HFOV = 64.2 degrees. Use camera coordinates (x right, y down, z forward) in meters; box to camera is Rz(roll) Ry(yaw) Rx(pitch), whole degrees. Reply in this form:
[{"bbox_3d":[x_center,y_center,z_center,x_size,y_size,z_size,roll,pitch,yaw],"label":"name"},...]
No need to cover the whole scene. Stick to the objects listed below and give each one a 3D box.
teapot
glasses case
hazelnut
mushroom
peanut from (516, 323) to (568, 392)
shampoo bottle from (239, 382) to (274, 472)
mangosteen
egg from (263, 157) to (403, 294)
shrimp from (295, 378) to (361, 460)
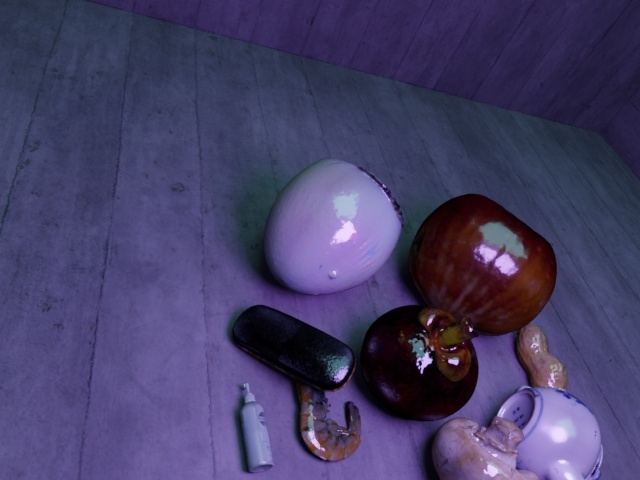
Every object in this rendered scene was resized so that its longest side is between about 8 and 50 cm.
[{"bbox_3d":[0.587,0.510,1.273,0.280,0.252,0.424,37,19,-5],"label":"teapot"},{"bbox_3d":[-0.068,0.257,1.238,0.321,0.082,0.122,22,54,23],"label":"glasses case"},{"bbox_3d":[0.486,0.072,1.573,0.429,0.402,0.402,35,43,0],"label":"hazelnut"},{"bbox_3d":[0.366,0.504,1.154,0.254,0.195,0.189,37,15,37],"label":"mushroom"},{"bbox_3d":[0.668,0.373,1.547,0.101,0.117,0.263,36,29,-40],"label":"peanut"},{"bbox_3d":[-0.148,0.405,1.129,0.056,0.056,0.195,2,49,-26],"label":"shampoo bottle"},{"bbox_3d":[0.251,0.304,1.266,0.298,0.293,0.296,0,90,-15],"label":"mangosteen"},{"bbox_3d":[0.000,0.000,1.407,0.355,0.354,0.340,38,63,10],"label":"egg"},{"bbox_3d":[0.017,0.384,1.244,0.169,0.058,0.295,15,45,-28],"label":"shrimp"}]
